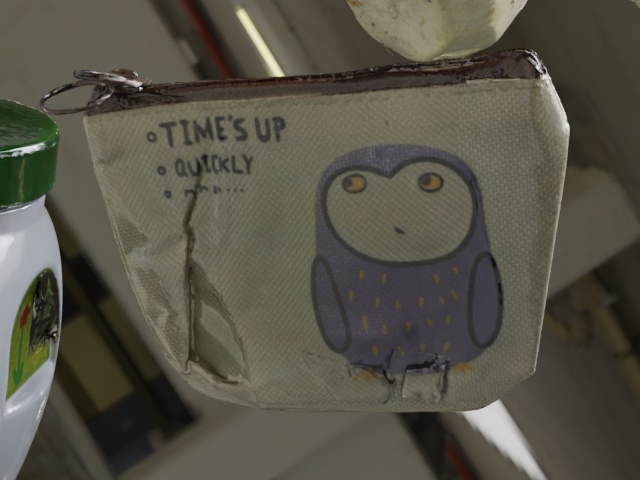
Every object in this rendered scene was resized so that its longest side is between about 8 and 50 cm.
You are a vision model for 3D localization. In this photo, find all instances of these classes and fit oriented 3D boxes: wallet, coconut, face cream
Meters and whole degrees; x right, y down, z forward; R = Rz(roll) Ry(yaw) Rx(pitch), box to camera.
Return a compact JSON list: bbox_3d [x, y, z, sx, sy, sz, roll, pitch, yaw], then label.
[{"bbox_3d":[0.000,-0.003,1.067,0.068,0.335,0.274,-70,154,-59],"label":"wallet"},{"bbox_3d":[0.101,-0.231,1.271,0.161,0.162,0.161,33,-26,18],"label":"coconut"},{"bbox_3d":[-0.347,0.061,1.411,0.312,0.220,0.356,-53,151,-69],"label":"face cream"}]

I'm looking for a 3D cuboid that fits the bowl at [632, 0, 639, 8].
[{"bbox_3d":[0.443,-0.369,2.020,0.238,0.238,0.126,-174,-116,-82],"label":"bowl"}]
